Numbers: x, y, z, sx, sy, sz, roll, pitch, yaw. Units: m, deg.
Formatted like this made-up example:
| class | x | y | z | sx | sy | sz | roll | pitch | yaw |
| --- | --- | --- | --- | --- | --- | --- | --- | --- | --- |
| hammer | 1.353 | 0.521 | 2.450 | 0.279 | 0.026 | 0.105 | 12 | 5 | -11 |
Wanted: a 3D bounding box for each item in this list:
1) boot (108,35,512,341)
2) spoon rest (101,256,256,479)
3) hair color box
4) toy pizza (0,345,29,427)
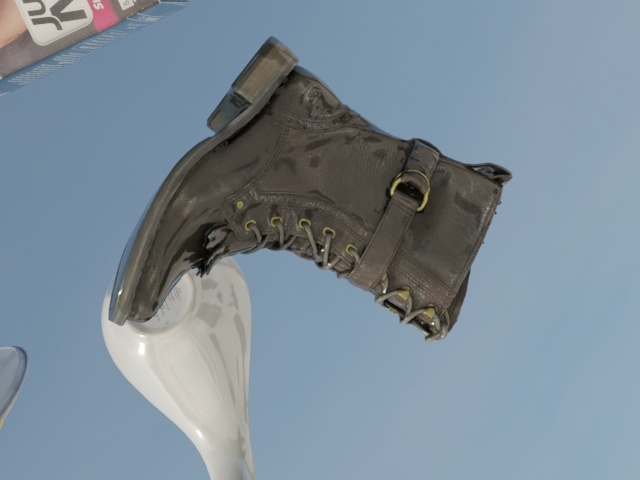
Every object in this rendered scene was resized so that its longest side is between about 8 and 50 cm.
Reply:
| class | x | y | z | sx | sy | sz | roll | pitch | yaw |
| --- | --- | --- | --- | --- | --- | --- | --- | --- | --- |
| boot | 0.000 | 0.000 | 1.054 | 0.263 | 0.229 | 0.091 | -57 | 6 | -19 |
| spoon rest | -0.109 | 0.118 | 1.264 | 0.137 | 0.276 | 0.084 | -23 | -32 | 8 |
| hair color box | -0.323 | -0.233 | 1.438 | 0.174 | 0.347 | 0.105 | 66 | -167 | -3 |
| toy pizza | -0.355 | 0.185 | 1.460 | 0.032 | 0.201 | 0.201 | 48 | -113 | -23 |
